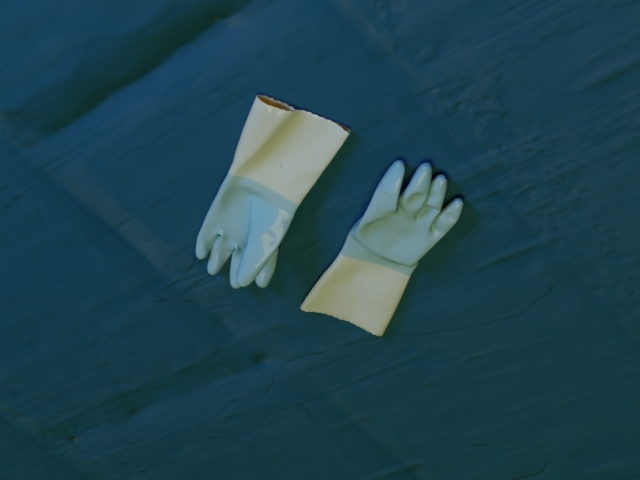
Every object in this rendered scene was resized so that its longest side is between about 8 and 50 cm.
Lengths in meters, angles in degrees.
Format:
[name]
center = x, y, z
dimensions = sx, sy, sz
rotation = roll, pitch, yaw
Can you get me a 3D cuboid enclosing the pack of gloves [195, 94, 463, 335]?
[pack of gloves]
center = 0.000, 0.000, 1.161
dimensions = 0.195, 0.046, 0.232
rotation = 21, 138, -7
